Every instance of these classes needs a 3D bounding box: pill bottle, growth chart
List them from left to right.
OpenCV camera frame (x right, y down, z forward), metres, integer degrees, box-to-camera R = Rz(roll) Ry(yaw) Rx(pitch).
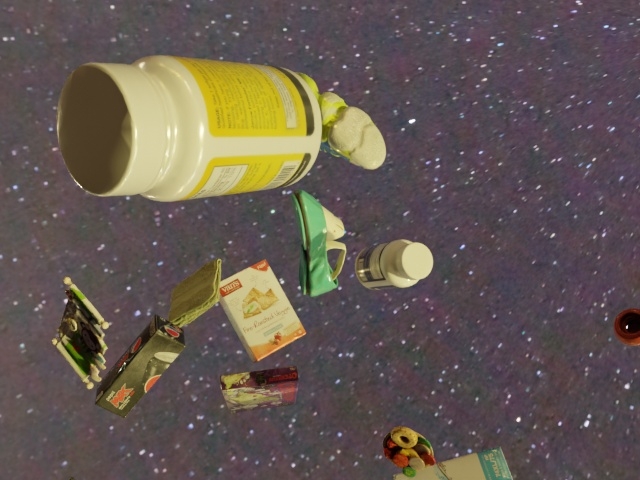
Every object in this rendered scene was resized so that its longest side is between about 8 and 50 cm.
[{"bbox_3d":[-0.530,0.213,1.418,0.172,0.021,0.237,41,-53,17],"label":"growth chart"},{"bbox_3d":[-0.105,-0.096,0.552,0.119,0.209,0.119,8,-77,37],"label":"pill bottle"},{"bbox_3d":[0.146,0.048,1.260,0.169,0.094,0.094,-15,-81,65],"label":"pill bottle"}]

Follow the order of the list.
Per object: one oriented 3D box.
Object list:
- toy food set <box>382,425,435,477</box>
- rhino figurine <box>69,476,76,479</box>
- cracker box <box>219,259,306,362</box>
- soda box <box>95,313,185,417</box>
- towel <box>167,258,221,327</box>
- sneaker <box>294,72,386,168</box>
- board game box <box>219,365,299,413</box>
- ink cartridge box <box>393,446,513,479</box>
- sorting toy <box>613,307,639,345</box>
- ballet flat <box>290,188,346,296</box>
[{"bbox_3d":[0.136,0.327,0.993,0.083,0.020,0.083,36,-58,5],"label":"toy food set"},{"bbox_3d":[-0.262,0.357,0.754,0.106,0.073,0.243,40,-22,41],"label":"rhino figurine"},{"bbox_3d":[-0.164,0.188,1.714,0.232,0.156,0.067,60,-23,6],"label":"cracker box"},{"bbox_3d":[-0.294,0.206,1.045,0.060,0.053,0.169,36,-78,-26],"label":"soda box"},{"bbox_3d":[-0.246,0.105,1.249,0.148,0.110,0.027,-33,-50,28],"label":"towel"},{"bbox_3d":[0.016,-0.199,1.166,0.240,0.091,0.126,45,-24,11],"label":"sneaker"},{"bbox_3d":[-0.172,0.434,1.839,0.346,0.208,0.056,97,-19,-65],"label":"board game box"},{"bbox_3d":[0.337,0.653,1.537,0.270,0.197,0.198,-16,-39,3],"label":"ink cartridge box"},{"bbox_3d":[0.413,0.103,0.778,0.102,0.042,0.061,-6,-120,45],"label":"sorting toy"},{"bbox_3d":[0.000,0.000,1.116,0.247,0.087,0.083,86,-12,-45],"label":"ballet flat"}]
